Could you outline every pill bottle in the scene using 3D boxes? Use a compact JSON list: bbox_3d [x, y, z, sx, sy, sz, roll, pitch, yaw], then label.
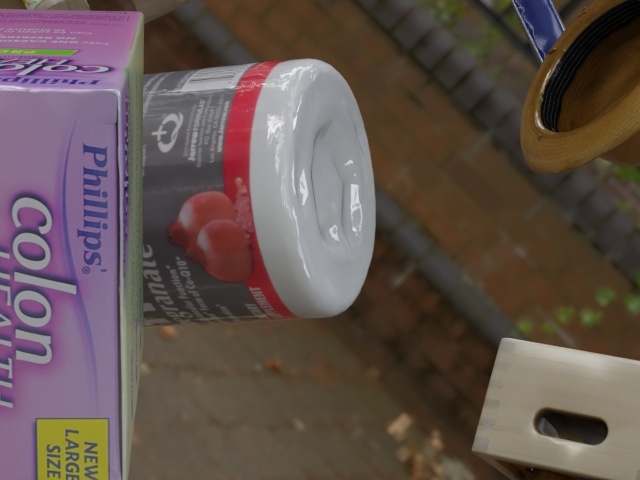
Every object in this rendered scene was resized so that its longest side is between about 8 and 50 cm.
[{"bbox_3d":[-0.136,-0.026,1.284,0.176,0.319,0.176,-4,90,-69],"label":"pill bottle"}]

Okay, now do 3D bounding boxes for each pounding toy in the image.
[{"bbox_3d":[0.151,0.128,1.098,0.141,0.100,0.130,9,-16,28],"label":"pounding toy"}]

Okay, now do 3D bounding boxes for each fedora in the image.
[{"bbox_3d":[0.235,-0.114,1.387,0.079,0.194,0.194,32,14,-24],"label":"fedora"}]

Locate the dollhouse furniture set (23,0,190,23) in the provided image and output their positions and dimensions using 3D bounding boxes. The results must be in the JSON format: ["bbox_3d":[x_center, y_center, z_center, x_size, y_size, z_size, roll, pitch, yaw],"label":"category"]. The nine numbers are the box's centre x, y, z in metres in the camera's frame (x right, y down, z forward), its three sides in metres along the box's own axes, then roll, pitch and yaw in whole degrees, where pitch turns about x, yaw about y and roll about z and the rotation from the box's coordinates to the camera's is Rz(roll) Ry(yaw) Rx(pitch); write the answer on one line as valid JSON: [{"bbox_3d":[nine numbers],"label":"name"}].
[{"bbox_3d":[-0.250,-0.251,1.377,0.161,0.242,0.212,75,-11,-72],"label":"dollhouse furniture set"}]

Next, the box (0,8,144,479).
[{"bbox_3d":[-0.158,-0.002,1.003,0.117,0.213,0.243,1,16,-4],"label":"box"}]

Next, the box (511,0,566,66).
[{"bbox_3d":[0.209,-0.176,1.669,0.136,0.036,0.225,66,9,10],"label":"box"}]
